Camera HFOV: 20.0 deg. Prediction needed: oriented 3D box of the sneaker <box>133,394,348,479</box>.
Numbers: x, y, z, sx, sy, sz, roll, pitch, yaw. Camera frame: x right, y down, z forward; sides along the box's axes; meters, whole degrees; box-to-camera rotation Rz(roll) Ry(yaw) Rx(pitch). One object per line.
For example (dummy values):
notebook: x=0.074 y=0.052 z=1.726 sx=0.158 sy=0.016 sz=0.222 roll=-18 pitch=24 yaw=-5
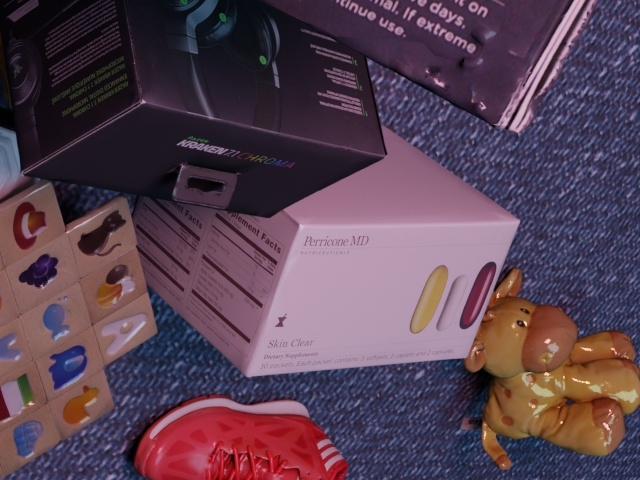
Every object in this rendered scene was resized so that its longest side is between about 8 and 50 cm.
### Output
sneaker: x=-0.062 y=0.213 z=1.741 sx=0.221 sy=0.128 sz=0.087 roll=-8 pitch=123 yaw=-41

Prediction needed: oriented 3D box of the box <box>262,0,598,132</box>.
box: x=0.130 y=-0.400 z=1.038 sx=0.471 sy=0.297 sz=0.480 roll=-60 pitch=-179 yaw=31

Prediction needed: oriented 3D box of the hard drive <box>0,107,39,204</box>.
hard drive: x=-0.380 y=-0.022 z=1.323 sx=0.339 sy=0.064 sz=0.237 roll=19 pitch=105 yaw=-49

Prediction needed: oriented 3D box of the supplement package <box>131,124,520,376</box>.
supplement package: x=0.000 y=0.000 z=1.583 sx=0.262 sy=0.204 sz=0.145 roll=-2 pitch=119 yaw=-42

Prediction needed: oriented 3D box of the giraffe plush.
giraffe plush: x=0.228 y=0.125 z=1.951 sx=0.210 sy=0.181 sz=0.170 roll=-16 pitch=127 yaw=11

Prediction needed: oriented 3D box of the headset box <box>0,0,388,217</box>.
headset box: x=-0.097 y=-0.162 z=1.300 sx=0.131 sy=0.283 sz=0.246 roll=-26 pitch=158 yaw=37

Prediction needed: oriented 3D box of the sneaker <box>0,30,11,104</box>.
sneaker: x=-0.193 y=-0.162 z=1.383 sx=0.296 sy=0.112 sz=0.131 roll=39 pitch=61 yaw=-43

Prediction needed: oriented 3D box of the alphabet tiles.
alphabet tiles: x=-0.286 y=0.105 z=1.456 sx=0.342 sy=0.011 sz=0.285 roll=-32 pitch=141 yaw=-20
